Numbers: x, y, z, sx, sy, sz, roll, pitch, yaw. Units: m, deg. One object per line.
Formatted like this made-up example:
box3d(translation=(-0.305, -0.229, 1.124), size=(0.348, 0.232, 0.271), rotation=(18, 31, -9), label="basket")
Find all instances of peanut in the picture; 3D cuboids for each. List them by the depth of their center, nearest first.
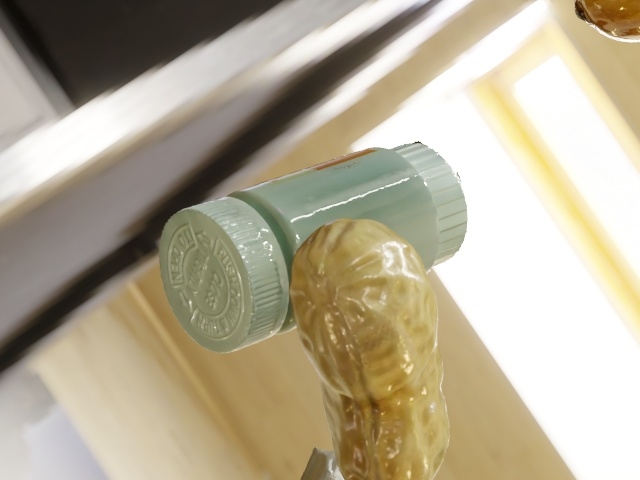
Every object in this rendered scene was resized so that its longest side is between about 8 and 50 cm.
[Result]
box3d(translation=(0.051, 0.119, 1.856), size=(0.147, 0.305, 0.147), rotation=(-8, -145, 6), label="peanut")

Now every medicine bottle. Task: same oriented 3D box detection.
box3d(translation=(0.000, 0.000, 2.070), size=(0.318, 0.158, 0.158), rotation=(-19, 169, -37), label="medicine bottle")

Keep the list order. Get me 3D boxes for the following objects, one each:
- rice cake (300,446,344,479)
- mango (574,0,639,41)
box3d(translation=(-0.026, 0.324, 1.951), size=(0.052, 0.057, 0.256), rotation=(-32, -153, 53), label="rice cake")
box3d(translation=(0.276, -0.225, 1.286), size=(0.262, 0.109, 0.157), rotation=(-34, -179, 14), label="mango")
